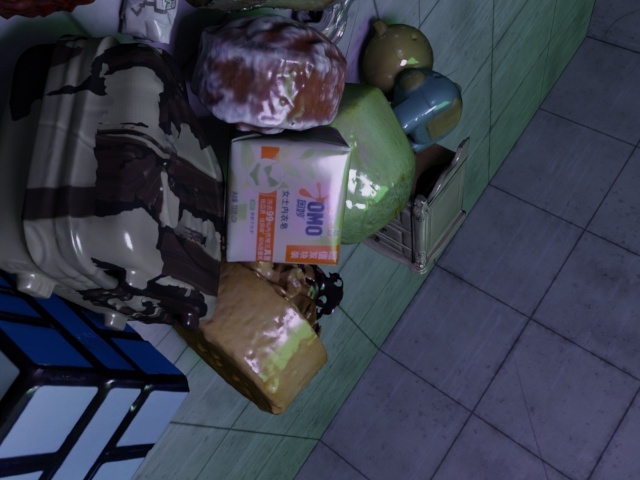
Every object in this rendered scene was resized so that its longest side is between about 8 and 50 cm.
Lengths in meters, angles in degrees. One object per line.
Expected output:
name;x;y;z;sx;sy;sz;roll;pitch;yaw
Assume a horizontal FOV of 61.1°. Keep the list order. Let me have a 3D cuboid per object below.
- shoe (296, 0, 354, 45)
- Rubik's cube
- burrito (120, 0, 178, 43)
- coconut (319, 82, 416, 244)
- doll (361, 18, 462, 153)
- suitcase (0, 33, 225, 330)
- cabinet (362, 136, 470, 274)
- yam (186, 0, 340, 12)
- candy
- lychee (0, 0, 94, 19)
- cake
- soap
shoe;0.009;-0.425;0.928;0.092;0.089;0.180;-17;140;-52
Rubik's cube;-0.389;0.207;0.662;0.294;0.288;0.283;-56;156;1
burrito;-0.196;-0.341;0.667;0.064;0.064;0.203;-14;131;-57
coconut;0.027;-0.164;1.045;0.329;0.328;0.281;-54;-163;-11
doll;0.189;-0.343;1.166;0.161;0.261;0.177;-32;158;14
suitcase;-0.238;-0.075;0.673;0.351;0.193;0.340;79;10;-70
cabinet;0.193;-0.129;1.356;0.227;0.289;0.318;-49;153;-19
yam;-0.070;-0.394;0.748;0.254;0.154;0.154;-23;138;-45
candy;-0.069;-0.249;0.800;0.289;0.214;0.157;-65;173;-65
lychee;-0.239;-0.309;0.419;0.260;0.260;0.261;-43;151;-31
cake;-0.098;0.124;1.069;0.321;0.332;0.332;-49;153;-24
soap;-0.056;-0.073;0.845;0.138;0.181;0.200;-115;-151;-67
